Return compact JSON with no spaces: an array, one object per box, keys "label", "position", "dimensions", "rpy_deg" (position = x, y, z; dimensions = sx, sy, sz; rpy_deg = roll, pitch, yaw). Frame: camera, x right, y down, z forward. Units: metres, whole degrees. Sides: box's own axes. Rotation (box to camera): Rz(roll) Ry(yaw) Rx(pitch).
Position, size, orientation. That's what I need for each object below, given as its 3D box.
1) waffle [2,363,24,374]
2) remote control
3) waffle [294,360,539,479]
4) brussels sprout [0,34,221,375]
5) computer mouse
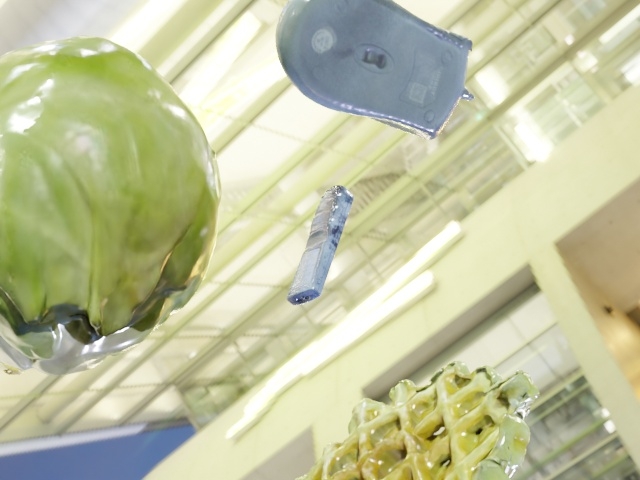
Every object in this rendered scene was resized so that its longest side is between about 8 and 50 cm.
[{"label":"waffle","position":[-0.481,0.052,1.467],"dimensions":[0.283,0.065,0.309],"rpy_deg":[4,-112,-13]},{"label":"remote control","position":[0.001,0.001,1.025],"dimensions":[0.027,0.043,0.152],"rpy_deg":[44,-134,-31]},{"label":"waffle","position":[0.058,0.237,0.834],"dimensions":[0.073,0.297,0.317],"rpy_deg":[47,-125,-16]},{"label":"brussels sprout","position":[-0.239,-0.041,0.952],"dimensions":[0.247,0.328,0.328],"rpy_deg":[13,172,41]},{"label":"computer mouse","position":[0.082,-0.280,1.496],"dimensions":[0.371,0.188,0.122],"rpy_deg":[16,-172,-29]}]
